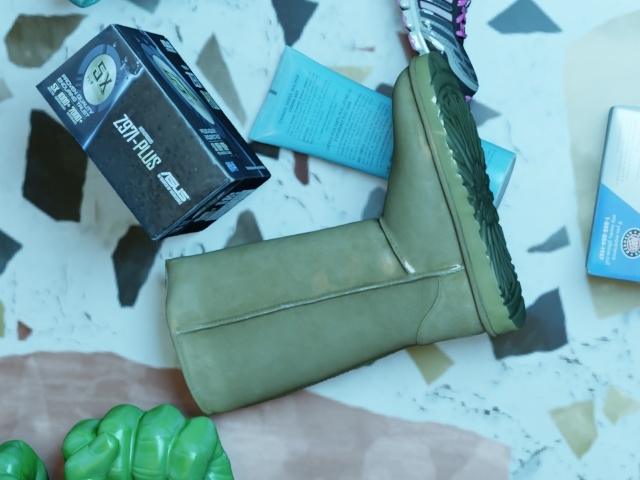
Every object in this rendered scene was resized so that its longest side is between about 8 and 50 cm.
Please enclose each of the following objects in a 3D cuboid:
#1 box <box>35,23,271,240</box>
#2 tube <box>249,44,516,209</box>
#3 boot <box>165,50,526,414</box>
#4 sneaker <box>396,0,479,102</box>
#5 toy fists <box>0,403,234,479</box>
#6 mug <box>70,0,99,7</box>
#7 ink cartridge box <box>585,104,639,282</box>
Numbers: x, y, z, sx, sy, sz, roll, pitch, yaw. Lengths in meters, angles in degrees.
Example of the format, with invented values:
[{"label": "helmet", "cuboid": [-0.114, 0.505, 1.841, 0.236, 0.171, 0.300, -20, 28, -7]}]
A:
[{"label": "box", "cuboid": [-0.123, -0.083, 1.472, 0.077, 0.180, 0.147, -38, 87, 8]}, {"label": "tube", "cuboid": [0.051, -0.081, 1.522, 0.207, 0.052, 0.080, 22, 91, 9]}, {"label": "boot", "cuboid": [0.000, 0.000, 1.480, 0.270, 0.089, 0.236, -14, 95, 18]}, {"label": "sneaker", "cuboid": [0.100, -0.194, 1.502, 0.075, 0.063, 0.170, -20, 85, 13]}, {"label": "toy fists", "cuboid": [-0.206, 0.218, 1.535, 0.279, 0.096, 0.142, -16, 89, 8]}, {"label": "mug", "cuboid": [-0.134, -0.260, 1.510, 0.158, 0.097, 0.129, -12, 91, 7]}, {"label": "ink cartridge box", "cuboid": [0.328, -0.023, 1.474, 0.231, 0.078, 0.134, 9, 93, 6]}]
